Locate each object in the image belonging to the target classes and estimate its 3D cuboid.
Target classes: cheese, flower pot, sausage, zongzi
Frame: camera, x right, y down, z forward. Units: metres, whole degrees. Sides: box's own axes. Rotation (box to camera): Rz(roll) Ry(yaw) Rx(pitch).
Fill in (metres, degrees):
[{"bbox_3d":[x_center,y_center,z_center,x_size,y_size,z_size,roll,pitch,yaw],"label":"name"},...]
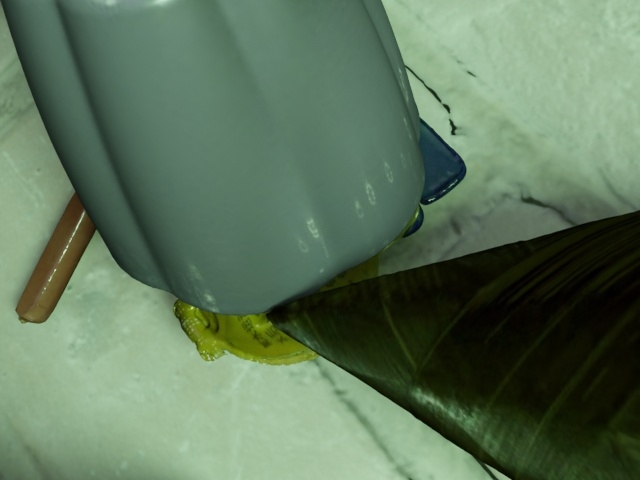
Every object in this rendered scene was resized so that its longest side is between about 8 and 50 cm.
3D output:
[{"bbox_3d":[0.000,0.000,0.585,0.250,0.064,0.156,-37,67,-1],"label":"cheese"},{"bbox_3d":[-0.072,-0.125,0.503,0.265,0.243,0.265,-8,52,11],"label":"flower pot"},{"bbox_3d":[-0.228,0.009,0.674,0.035,0.030,0.147,23,86,22],"label":"sausage"},{"bbox_3d":[0.157,0.073,0.310,0.432,0.403,0.207,4,93,6],"label":"zongzi"}]
